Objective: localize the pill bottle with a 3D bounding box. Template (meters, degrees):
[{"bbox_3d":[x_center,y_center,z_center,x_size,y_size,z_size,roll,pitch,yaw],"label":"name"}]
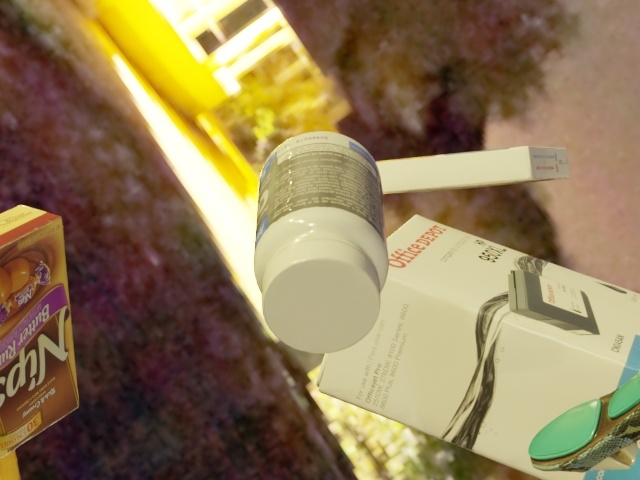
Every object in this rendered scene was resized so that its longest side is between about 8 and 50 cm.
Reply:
[{"bbox_3d":[0.000,0.000,0.791,0.078,0.078,0.137,53,18,-26],"label":"pill bottle"}]

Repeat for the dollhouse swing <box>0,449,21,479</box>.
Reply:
[{"bbox_3d":[-0.602,0.271,1.635,0.347,0.305,0.315,14,37,-36],"label":"dollhouse swing"}]

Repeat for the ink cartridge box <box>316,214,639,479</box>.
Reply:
[{"bbox_3d":[0.231,0.130,1.529,0.395,0.166,0.285,20,17,13],"label":"ink cartridge box"}]

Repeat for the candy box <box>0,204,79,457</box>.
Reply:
[{"bbox_3d":[-0.260,0.077,1.124,0.053,0.109,0.186,17,-60,29],"label":"candy box"}]

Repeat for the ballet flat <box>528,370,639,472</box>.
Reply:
[{"bbox_3d":[0.245,0.153,1.093,0.070,0.188,0.070,17,54,-25],"label":"ballet flat"}]

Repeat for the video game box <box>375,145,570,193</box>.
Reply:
[{"bbox_3d":[0.197,-0.090,1.739,0.187,0.205,0.048,-1,87,-66],"label":"video game box"}]
